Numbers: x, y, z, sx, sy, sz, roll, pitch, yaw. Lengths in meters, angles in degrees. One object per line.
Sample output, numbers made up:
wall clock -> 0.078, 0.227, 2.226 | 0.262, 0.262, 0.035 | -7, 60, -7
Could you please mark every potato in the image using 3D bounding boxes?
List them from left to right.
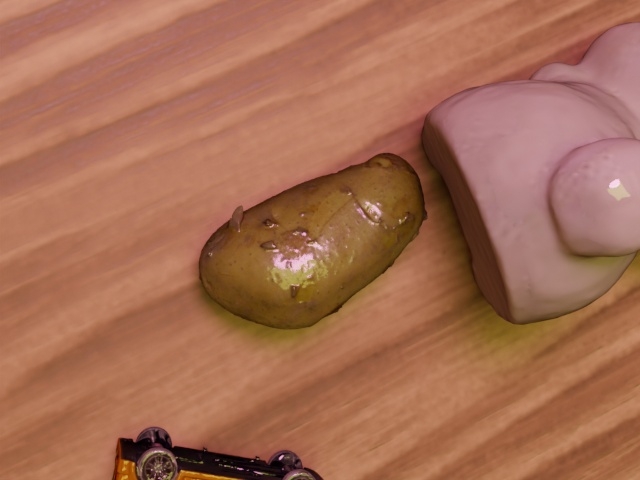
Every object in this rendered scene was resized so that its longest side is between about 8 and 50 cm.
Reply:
potato -> 0.000, 0.000, 0.769 | 0.188, 0.085, 0.105 | -34, 78, -13

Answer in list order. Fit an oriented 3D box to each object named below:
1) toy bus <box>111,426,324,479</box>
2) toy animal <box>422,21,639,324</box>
toy bus -> -0.078, 0.194, 0.766 | 0.162, 0.069, 0.074 | 13, 91, -13
toy animal -> 0.269, -0.072, 0.748 | 0.367, 0.241, 0.196 | -21, 100, -11
